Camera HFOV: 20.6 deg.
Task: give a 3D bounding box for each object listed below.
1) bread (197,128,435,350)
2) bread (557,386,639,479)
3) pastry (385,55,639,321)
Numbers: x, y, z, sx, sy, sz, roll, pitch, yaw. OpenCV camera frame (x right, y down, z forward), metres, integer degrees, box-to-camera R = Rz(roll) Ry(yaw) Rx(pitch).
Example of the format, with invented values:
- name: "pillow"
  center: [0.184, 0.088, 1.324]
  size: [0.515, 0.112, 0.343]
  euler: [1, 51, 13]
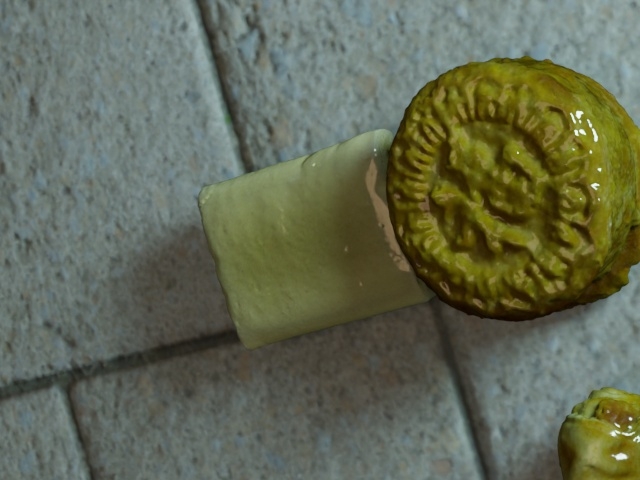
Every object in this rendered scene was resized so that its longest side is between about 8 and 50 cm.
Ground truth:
- name: "bread"
  center: [0.000, 0.000, 1.353]
  size: [0.178, 0.060, 0.139]
  euler: [-15, 93, 34]
- name: "bread"
  center: [0.222, 0.284, 1.251]
  size: [0.084, 0.077, 0.368]
  euler: [-6, 98, 1]
- name: "pastry"
  center: [0.137, -0.035, 1.230]
  size: [0.188, 0.103, 0.189]
  euler: [8, 105, 32]
